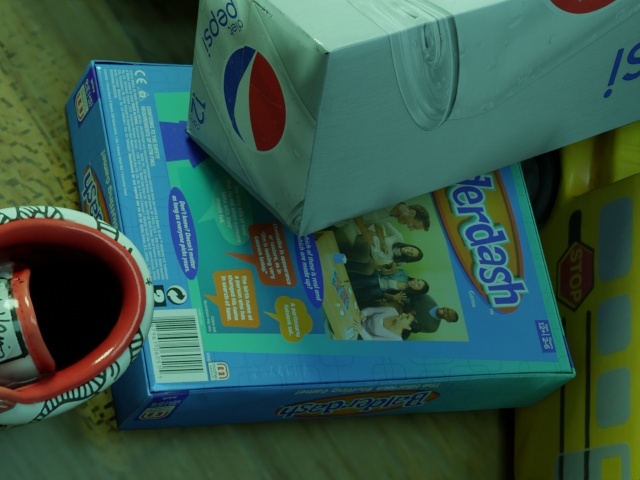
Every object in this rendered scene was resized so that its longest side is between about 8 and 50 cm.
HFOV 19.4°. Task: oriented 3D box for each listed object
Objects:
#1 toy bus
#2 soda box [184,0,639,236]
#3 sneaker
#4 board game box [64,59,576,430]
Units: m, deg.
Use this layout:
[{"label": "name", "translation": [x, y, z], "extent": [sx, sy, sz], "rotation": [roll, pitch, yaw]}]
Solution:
[{"label": "toy bus", "translation": [0.162, 0.079, 0.883], "extent": [0.108, 0.130, 0.332], "rotation": [10, 73, -25]}, {"label": "soda box", "translation": [0.084, -0.100, 0.835], "extent": [0.286, 0.098, 0.091], "rotation": [-19, 46, -32]}, {"label": "sneaker", "translation": [-0.194, 0.049, 0.701], "extent": [0.270, 0.145, 0.090], "rotation": [-13, 83, -29]}, {"label": "board game box", "translation": [0.000, 0.000, 0.851], "extent": [0.210, 0.047, 0.160], "rotation": [0, 65, -25]}]
